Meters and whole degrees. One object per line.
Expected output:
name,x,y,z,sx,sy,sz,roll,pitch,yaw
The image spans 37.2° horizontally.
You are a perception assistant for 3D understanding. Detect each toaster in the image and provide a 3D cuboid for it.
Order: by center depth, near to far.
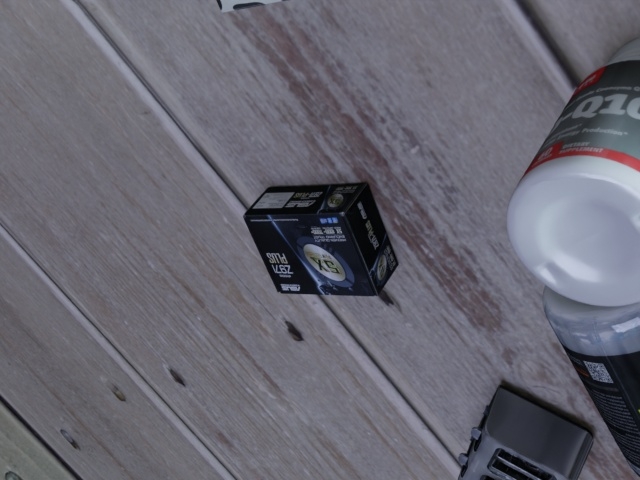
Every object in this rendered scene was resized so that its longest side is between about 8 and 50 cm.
toaster,0.309,0.332,1.431,0.185,0.110,0.168,27,138,12

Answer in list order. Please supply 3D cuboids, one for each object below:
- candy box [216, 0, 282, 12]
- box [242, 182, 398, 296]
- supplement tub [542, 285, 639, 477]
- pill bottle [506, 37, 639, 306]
candy box,-0.082,-0.392,1.090,0.159,0.071,0.233,0,125,34
box,0.000,0.000,1.375,0.180,0.077,0.147,0,127,34
supplement tub,0.422,0.157,1.125,0.207,0.207,0.338,-13,117,41
pill bottle,0.305,-0.081,0.937,0.161,0.283,0.161,19,135,20
